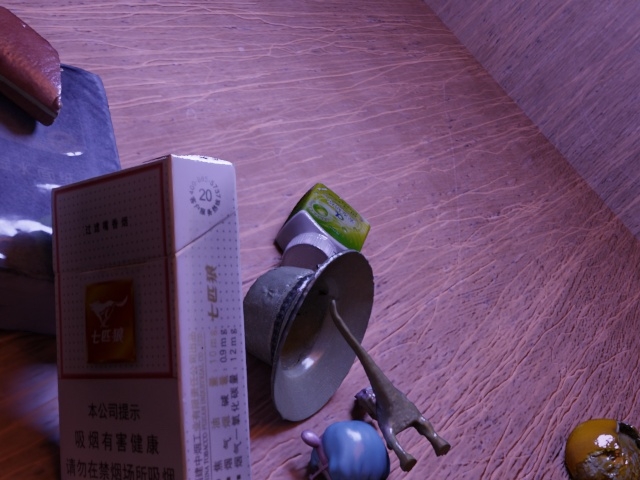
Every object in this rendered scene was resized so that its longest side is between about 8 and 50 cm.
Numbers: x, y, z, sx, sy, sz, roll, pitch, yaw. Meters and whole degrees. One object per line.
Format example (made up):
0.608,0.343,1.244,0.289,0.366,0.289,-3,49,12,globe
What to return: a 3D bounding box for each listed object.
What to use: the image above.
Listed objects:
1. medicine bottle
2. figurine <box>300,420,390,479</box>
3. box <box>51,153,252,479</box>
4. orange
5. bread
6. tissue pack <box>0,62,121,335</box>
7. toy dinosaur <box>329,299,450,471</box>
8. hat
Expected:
0.000,0.000,1.493,0.132,0.088,0.188,41,30,-8,medicine bottle
0.085,0.350,1.156,0.205,0.103,0.260,6,46,-47,figurine
-0.178,0.093,0.904,0.095,0.210,0.330,4,81,-48,box
0.526,0.395,1.618,0.156,0.134,0.156,24,28,-14,orange
-0.379,-0.230,1.085,0.192,0.067,0.119,37,31,-10,bread
-0.385,-0.078,1.080,0.288,0.124,0.394,17,41,-40,tissue pack
0.083,0.220,1.217,0.200,0.072,0.251,48,-5,34,toy dinosaur
-0.041,0.111,1.239,0.130,0.257,0.257,22,21,26,hat
